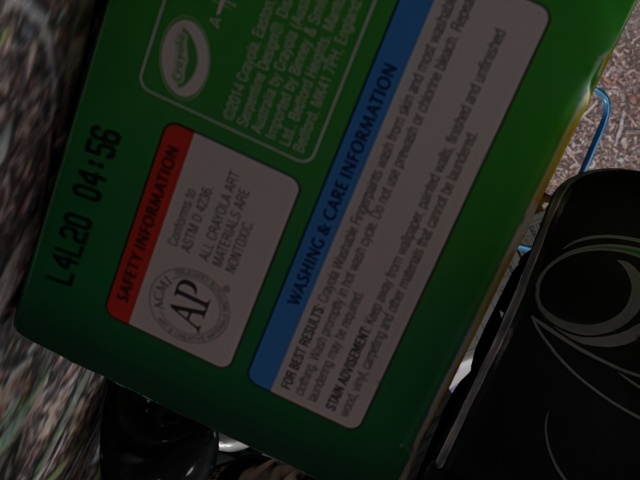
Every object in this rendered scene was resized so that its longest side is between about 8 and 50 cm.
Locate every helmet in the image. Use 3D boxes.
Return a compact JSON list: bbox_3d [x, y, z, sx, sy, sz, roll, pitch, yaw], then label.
[{"bbox_3d":[0.126,0.070,0.535,0.169,0.161,0.169,-63,175,-10],"label":"helmet"}]

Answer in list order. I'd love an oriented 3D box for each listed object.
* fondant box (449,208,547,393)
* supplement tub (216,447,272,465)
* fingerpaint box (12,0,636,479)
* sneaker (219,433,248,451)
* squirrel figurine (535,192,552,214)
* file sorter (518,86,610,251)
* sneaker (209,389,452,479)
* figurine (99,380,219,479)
[{"bbox_3d":[0.100,0.081,1.379,0.330,0.096,0.238,-22,168,-4],"label":"fondant box"},{"bbox_3d":[-0.040,0.166,1.137,0.190,0.117,0.117,-44,158,-54],"label":"supplement tub"},{"bbox_3d":[0.074,-0.192,0.601,0.371,0.163,0.445,-58,172,-57],"label":"fingerpaint box"},{"bbox_3d":[-0.032,0.069,1.115,0.232,0.090,0.115,-61,176,-42],"label":"sneaker"},{"bbox_3d":[0.106,0.102,1.740,0.370,0.281,0.397,-62,175,19],"label":"squirrel figurine"},{"bbox_3d":[0.078,-0.076,1.010,0.104,0.170,0.118,15,101,-41],"label":"file sorter"},{"bbox_3d":[-0.055,0.184,0.954,0.330,0.146,0.122,-54,164,20],"label":"sneaker"},{"bbox_3d":[-0.049,0.189,0.803,0.092,0.215,0.209,-18,132,-52],"label":"figurine"}]
